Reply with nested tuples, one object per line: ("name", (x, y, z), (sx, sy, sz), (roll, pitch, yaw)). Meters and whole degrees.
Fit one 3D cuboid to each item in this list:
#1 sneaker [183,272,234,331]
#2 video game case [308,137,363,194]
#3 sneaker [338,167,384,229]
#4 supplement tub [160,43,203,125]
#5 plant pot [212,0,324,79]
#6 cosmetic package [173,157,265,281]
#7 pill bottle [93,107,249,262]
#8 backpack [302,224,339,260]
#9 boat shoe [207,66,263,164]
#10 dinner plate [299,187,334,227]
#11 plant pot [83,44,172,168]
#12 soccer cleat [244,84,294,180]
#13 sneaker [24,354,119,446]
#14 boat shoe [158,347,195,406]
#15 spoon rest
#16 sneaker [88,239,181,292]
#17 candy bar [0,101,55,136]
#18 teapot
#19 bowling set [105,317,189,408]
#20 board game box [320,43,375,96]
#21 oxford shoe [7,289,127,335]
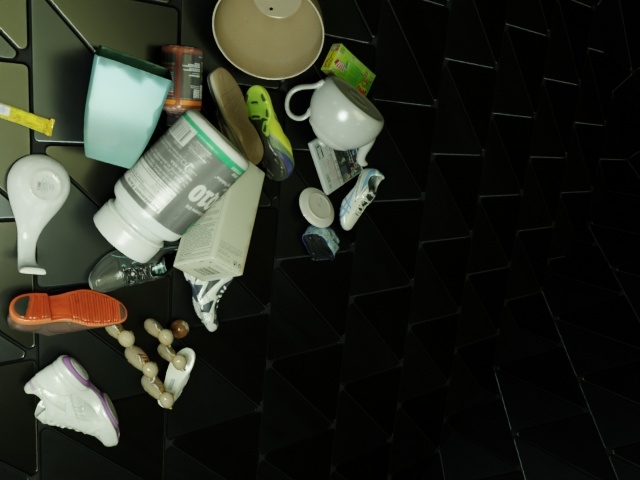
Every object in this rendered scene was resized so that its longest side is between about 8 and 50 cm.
("sneaker", (-0.297, 0.140, 1.675), (0.153, 0.094, 0.235), (-23, 107, -24))
("video game case", (0.053, -0.274, 1.898), (0.173, 0.022, 0.190), (-36, 123, -27))
("sneaker", (0.139, -0.142, 1.971), (0.085, 0.086, 0.237), (32, 83, -44))
("supplement tub", (-0.353, -0.389, 1.456), (0.106, 0.106, 0.198), (-6, 107, -40))
("plant pot", (-0.124, -0.598, 1.508), (0.284, 0.284, 0.191), (45, 39, -40))
("cosmetic package", (-0.265, -0.059, 1.523), (0.113, 0.160, 0.309), (37, 55, -42))
("pill bottle", (-0.367, -0.130, 1.412), (0.361, 0.204, 0.204), (-45, 130, 3))
("backpack", (0.000, 0.000, 1.887), (0.114, 0.105, 0.084), (59, 42, -32))
("boat shoe", (-0.249, -0.330, 1.571), (0.103, 0.092, 0.285), (-61, 140, -39))
("dinner plate", (-0.007, -0.108, 1.850), (0.141, 0.017, 0.141), (21, 55, -33))
("plant pot", (-0.461, -0.301, 1.334), (0.165, 0.165, 0.234), (15, 110, -23))
("soccer cleat", (-0.149, -0.316, 1.686), (0.121, 0.093, 0.289), (-55, 134, -55))
("sneaker", (-0.636, 0.435, 1.488), (0.152, 0.114, 0.305), (-32, 119, -13))
("boat shoe", (-0.414, 0.399, 1.682), (0.063, 0.066, 0.184), (42, 66, -87))
("spoon rest", (-0.659, -0.062, 1.327), (0.137, 0.084, 0.276), (11, 83, -43))
("sneaker", (-0.468, 0.063, 1.499), (0.267, 0.106, 0.101), (-29, 123, -29))
("candy bar", (-0.673, -0.277, 1.274), (0.161, 0.018, 0.040), (17, 88, -42))
("teapot", (0.052, -0.367, 1.758), (0.187, 0.256, 0.252), (-46, 162, 24))
("bowling set", (-0.431, 0.289, 1.567), (0.200, 0.154, 0.287), (-40, 126, -25))
("board game box", (0.091, -0.536, 1.833), (0.181, 0.043, 0.092), (28, 85, -42))
("oxford shoe", (-0.621, 0.183, 1.417), (0.271, 0.097, 0.098), (9, 140, -34))
